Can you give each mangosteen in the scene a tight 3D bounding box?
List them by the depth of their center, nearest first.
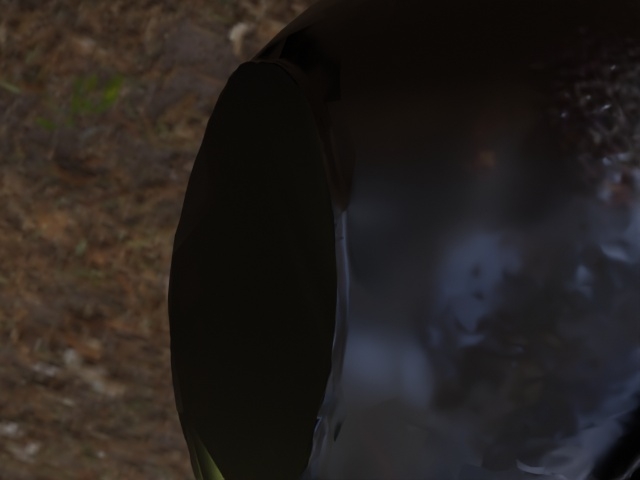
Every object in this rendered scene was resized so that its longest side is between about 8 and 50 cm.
[{"bbox_3d":[0.074,0.036,0.510,0.233,0.288,0.287,3,150,-32],"label":"mangosteen"}]
